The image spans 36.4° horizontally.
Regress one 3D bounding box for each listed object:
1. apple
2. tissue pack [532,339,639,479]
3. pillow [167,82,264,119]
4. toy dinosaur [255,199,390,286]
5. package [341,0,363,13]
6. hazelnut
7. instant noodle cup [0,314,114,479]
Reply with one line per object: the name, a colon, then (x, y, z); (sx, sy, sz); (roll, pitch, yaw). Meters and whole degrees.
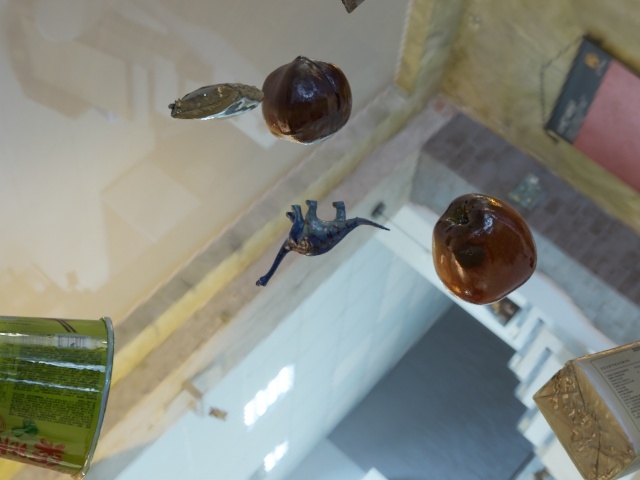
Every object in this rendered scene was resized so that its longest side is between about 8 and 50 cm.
apple: (0.332, 0.012, 2.029); (0.230, 0.230, 0.230); (-44, -19, -20)
tissue pack: (0.445, 0.238, 1.387); (0.234, 0.159, 0.125); (-9, -33, -37)
pillow: (-0.162, -0.222, 1.561); (0.119, 0.053, 0.208); (-13, 4, 12)
toy dinosaur: (-0.016, -0.023, 2.001); (0.329, 0.144, 0.076); (-23, -23, 24)
package: (0.080, -0.398, 1.514); (0.110, 0.015, 0.037); (-40, -31, 1)
hazelnut: (-0.032, -0.348, 2.405); (0.229, 0.229, 0.229); (-44, -19, -20)
instant noodle cup: (-0.510, 0.263, 1.718); (0.221, 0.311, 0.311); (13, -54, -20)
